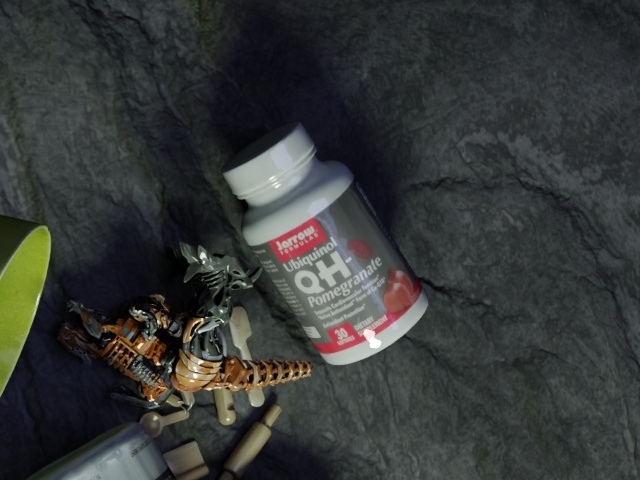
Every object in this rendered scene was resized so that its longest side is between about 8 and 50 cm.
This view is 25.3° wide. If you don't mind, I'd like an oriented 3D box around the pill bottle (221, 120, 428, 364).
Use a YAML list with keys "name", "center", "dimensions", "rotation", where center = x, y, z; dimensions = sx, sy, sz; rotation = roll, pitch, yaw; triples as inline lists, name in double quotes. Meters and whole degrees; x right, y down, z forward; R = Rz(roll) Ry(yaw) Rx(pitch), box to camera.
- name: "pill bottle"
  center: [0.000, 0.000, 1.979]
  dimensions: [0.176, 0.176, 0.318]
  rotation: [-42, 106, -32]

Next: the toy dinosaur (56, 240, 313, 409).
- name: "toy dinosaur"
  center: [-0.175, 0.122, 1.867]
  dimensions: [0.322, 0.164, 0.218]
  rotation: [20, 81, -36]

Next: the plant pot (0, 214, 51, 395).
- name: "plant pot"
  center: [-0.490, 0.061, 1.576]
  dimensions: [0.293, 0.275, 0.275]
  rotation: [20, 69, 1]

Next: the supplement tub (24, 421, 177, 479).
- name: "supplement tub"
  center: [-0.223, 0.408, 1.716]
  dimensions: [0.207, 0.207, 0.338]
  rotation: [-32, 92, -34]

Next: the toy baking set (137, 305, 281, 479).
- name: "toy baking set"
  center: [-0.141, 0.218, 1.935]
  dimensions: [0.197, 0.030, 0.256]
  rotation: [52, 59, -17]
